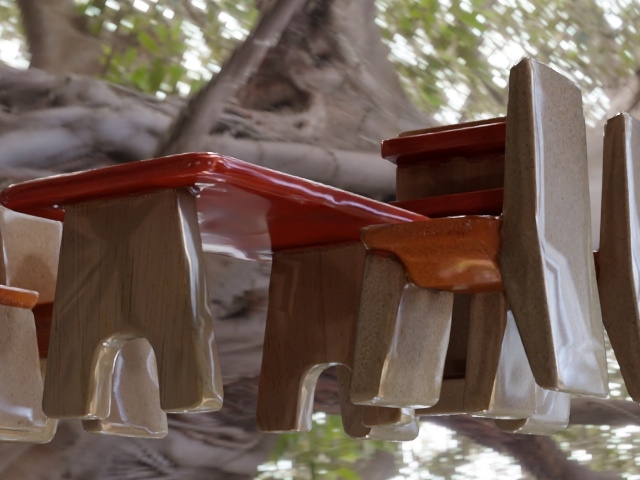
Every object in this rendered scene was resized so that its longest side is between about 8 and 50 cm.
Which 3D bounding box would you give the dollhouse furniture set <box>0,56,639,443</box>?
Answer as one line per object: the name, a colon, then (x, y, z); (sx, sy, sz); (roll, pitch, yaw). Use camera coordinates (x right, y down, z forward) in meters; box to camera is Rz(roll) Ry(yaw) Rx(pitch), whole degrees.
dollhouse furniture set: (0.000, 0.000, 0.581); (0.262, 0.259, 0.135); (-7, -101, 29)
